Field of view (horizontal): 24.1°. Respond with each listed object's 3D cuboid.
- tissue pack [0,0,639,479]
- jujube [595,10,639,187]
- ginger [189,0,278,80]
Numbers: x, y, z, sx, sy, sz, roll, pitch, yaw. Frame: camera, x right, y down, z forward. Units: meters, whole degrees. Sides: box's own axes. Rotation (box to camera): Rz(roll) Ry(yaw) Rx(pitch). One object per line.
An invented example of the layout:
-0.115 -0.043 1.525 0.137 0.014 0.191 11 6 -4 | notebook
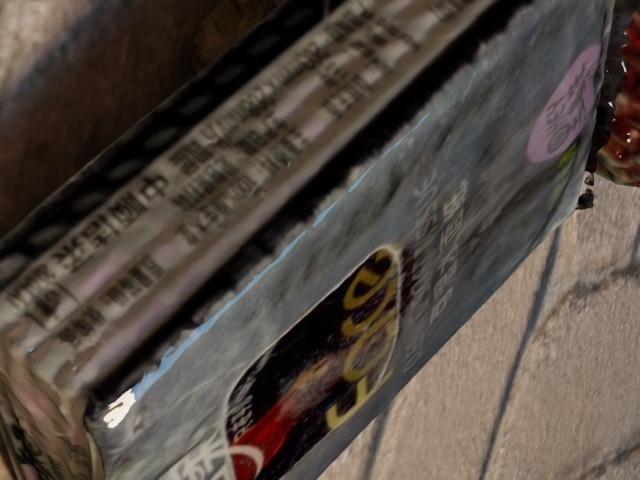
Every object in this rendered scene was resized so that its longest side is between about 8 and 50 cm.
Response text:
0.000 0.000 0.734 0.361 0.122 0.259 -44 155 -25 | tissue pack
0.267 -0.130 0.999 0.226 0.317 0.226 -47 144 -50 | jujube
-0.006 -0.168 0.739 0.149 0.065 0.258 -33 139 -46 | ginger
